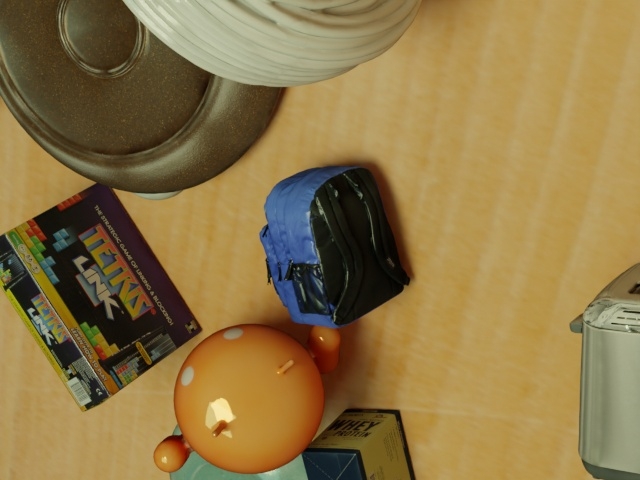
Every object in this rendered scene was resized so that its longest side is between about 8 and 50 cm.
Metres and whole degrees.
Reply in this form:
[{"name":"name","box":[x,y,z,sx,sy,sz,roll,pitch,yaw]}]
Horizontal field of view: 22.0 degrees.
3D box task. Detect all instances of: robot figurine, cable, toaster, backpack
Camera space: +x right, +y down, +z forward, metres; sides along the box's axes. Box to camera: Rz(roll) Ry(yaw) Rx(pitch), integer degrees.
[{"name":"robot figurine","box":[-0.061,0.132,1.392,0.158,0.219,0.128,1,84,-5]},{"name":"cable","box":[-0.041,-0.226,1.174,0.257,0.257,0.089,21,140,-28]},{"name":"toaster","box":[0.292,0.098,1.196,0.227,0.129,0.146,3,111,32]},{"name":"backpack","box":[0.000,0.000,1.351,0.101,0.098,0.120,4,115,40]}]

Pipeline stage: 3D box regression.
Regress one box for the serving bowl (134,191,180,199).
[{"name":"serving bowl","box":[-0.155,-0.072,1.459,0.083,0.027,0.083,13,117,26]}]

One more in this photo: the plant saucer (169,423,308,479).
[{"name":"plant saucer","box":[-0.073,0.243,1.548,0.195,0.037,0.195,14,118,27]}]

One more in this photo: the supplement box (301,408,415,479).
[{"name":"supplement box","box":[0.035,0.201,1.430,0.056,0.083,0.083,-2,110,32]}]

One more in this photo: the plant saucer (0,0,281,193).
[{"name":"plant saucer","box":[-0.175,-0.184,1.385,0.311,0.050,0.310,9,111,25]}]

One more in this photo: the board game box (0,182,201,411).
[{"name":"board game box","box":[-0.203,0.047,1.472,0.048,0.141,0.170,-30,94,40]}]
